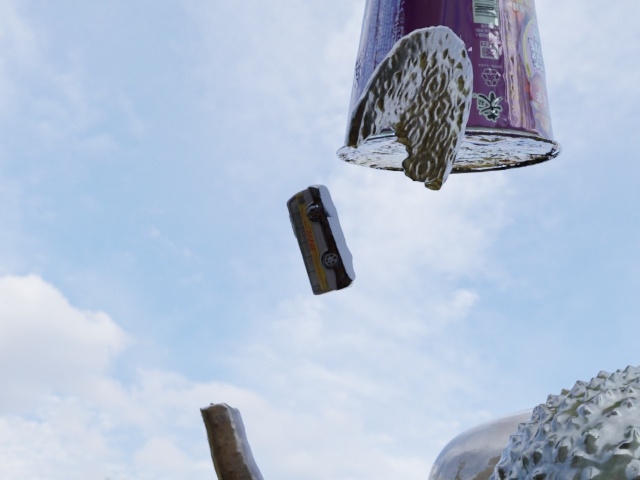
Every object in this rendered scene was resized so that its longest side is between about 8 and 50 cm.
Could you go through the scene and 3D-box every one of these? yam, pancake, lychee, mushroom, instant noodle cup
[{"bbox_3d":[-0.076,0.292,0.885,0.056,0.241,0.057,-21,-12,-5],"label":"yam"},{"bbox_3d":[0.087,-0.103,0.723,0.020,0.184,0.191,23,-34,33],"label":"pancake"},{"bbox_3d":[0.286,0.250,0.736,0.255,0.274,0.255,21,-36,16],"label":"lychee"},{"bbox_3d":[0.374,0.458,1.424,0.362,0.295,0.362,-16,-17,-5],"label":"mushroom"},{"bbox_3d":[0.187,-0.253,1.197,0.339,0.266,0.340,0,-5,0],"label":"instant noodle cup"}]

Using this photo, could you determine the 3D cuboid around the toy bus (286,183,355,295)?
[{"bbox_3d":[0.000,0.000,1.270,0.072,0.172,0.057,-21,-7,31],"label":"toy bus"}]
